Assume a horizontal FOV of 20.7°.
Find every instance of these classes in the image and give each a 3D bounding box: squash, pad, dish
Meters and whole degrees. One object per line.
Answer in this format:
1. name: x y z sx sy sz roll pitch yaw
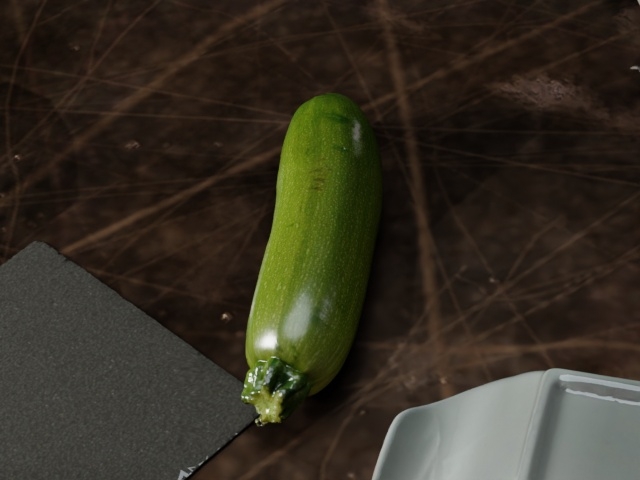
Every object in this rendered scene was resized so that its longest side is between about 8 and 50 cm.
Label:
1. squash: 0.000 0.000 1.044 0.069 0.069 0.258 1 47 8
2. pad: -0.151 0.085 1.026 0.211 0.003 0.143 33 58 33
3. dish: 0.142 0.125 0.907 0.234 0.064 0.154 7 48 16

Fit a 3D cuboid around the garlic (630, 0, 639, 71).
1. garlic: 0.311 -0.219 1.185 0.292 0.210 0.237 -20 81 -17
